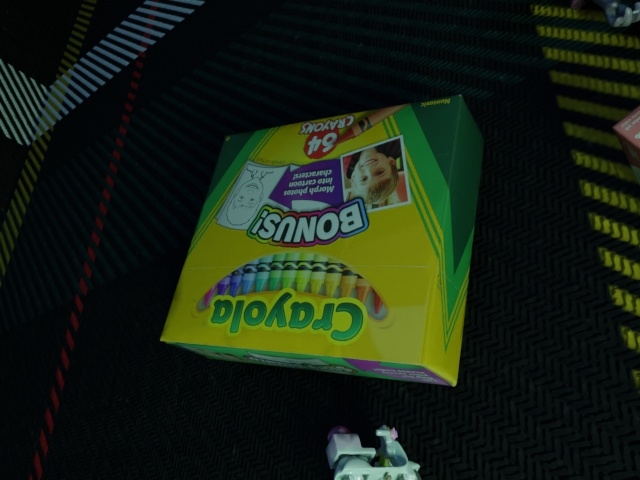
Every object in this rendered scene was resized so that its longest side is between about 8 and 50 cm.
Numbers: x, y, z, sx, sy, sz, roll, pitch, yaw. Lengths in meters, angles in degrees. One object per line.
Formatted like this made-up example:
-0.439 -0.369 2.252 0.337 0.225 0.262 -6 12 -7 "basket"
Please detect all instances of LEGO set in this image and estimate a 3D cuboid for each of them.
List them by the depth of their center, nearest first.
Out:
0.016 0.278 0.570 0.107 0.132 0.287 -95 29 -56 "LEGO set"

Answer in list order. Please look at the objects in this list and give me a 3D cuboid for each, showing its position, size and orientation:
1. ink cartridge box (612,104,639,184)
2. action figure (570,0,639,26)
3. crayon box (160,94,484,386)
0.334 -0.029 0.446 0.067 0.115 0.198 -42 43 15 "ink cartridge box"
0.295 -0.400 0.617 0.370 0.248 0.276 -14 49 41 "action figure"
0.000 0.000 0.718 0.362 0.106 0.313 -3 63 33 "crayon box"
